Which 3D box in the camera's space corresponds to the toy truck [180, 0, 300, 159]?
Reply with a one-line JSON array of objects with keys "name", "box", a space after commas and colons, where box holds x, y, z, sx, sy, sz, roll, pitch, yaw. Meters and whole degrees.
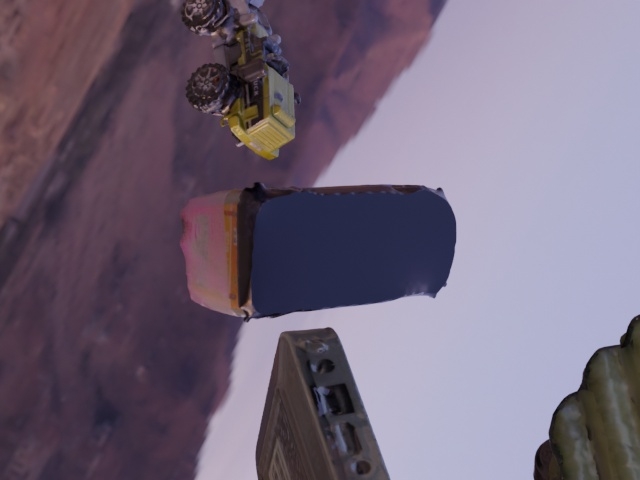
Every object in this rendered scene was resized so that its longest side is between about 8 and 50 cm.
[{"name": "toy truck", "box": [-0.095, -0.234, 1.765, 0.111, 0.136, 0.285, -21, -120, 20]}]

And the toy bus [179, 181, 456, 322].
[{"name": "toy bus", "box": [0.000, 0.000, 1.888, 0.162, 0.386, 0.171, 10, -80, 46]}]

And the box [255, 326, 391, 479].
[{"name": "box", "box": [0.005, 0.375, 2.065, 0.396, 0.111, 0.396, 102, -26, -48]}]

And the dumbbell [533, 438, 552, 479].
[{"name": "dumbbell", "box": [0.302, 0.331, 1.714, 0.100, 0.100, 0.191, -67, 160, -55]}]

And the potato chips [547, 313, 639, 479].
[{"name": "potato chips", "box": [0.387, 0.269, 1.439, 0.070, 0.359, 0.429, 25, 52, -68]}]
